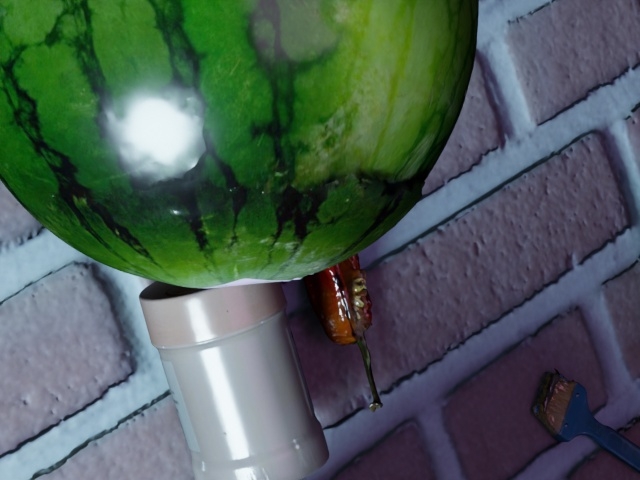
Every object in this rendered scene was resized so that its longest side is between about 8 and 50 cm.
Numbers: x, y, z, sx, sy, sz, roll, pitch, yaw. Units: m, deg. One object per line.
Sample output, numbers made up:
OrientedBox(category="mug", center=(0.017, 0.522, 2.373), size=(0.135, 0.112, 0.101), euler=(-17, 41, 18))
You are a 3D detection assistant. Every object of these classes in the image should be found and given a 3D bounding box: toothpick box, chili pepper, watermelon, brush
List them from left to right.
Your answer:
OrientedBox(category="watermelon", center=(-0.068, -0.151, 1.172), size=(0.363, 0.363, 0.363), euler=(2, 87, -39))
OrientedBox(category="toothpick box", center=(-0.059, 0.094, 1.314), size=(0.098, 0.098, 0.149), euler=(-24, 104, -37))
OrientedBox(category="chili pepper", center=(0.000, 0.000, 1.397), size=(0.059, 0.050, 0.268), euler=(-39, 113, -60))
OrientedBox(category="brush", center=(0.239, 0.164, 1.610), size=(0.164, 0.014, 0.051), euler=(34, 69, -34))
